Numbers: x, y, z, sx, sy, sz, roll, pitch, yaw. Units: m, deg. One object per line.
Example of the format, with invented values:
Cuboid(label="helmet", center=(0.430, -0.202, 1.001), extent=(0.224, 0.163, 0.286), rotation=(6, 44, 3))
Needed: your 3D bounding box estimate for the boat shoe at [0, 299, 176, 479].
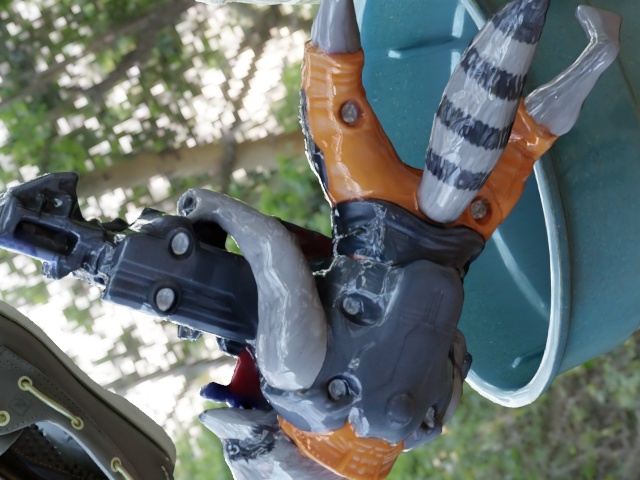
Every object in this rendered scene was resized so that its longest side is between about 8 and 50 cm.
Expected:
Cuboid(label="boat shoe", center=(-0.237, 0.135, 1.142), extent=(0.305, 0.109, 0.091), rotation=(38, -151, -26))

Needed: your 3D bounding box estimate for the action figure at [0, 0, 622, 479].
Cuboid(label="action figure", center=(0.000, 0.000, 0.812), extent=(0.341, 0.330, 0.178), rotation=(10, -170, -31))

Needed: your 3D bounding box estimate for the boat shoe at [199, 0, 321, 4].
Cuboid(label="boat shoe", center=(-0.007, -0.220, 0.862), extent=(0.104, 0.089, 0.285), rotation=(65, 155, 18))

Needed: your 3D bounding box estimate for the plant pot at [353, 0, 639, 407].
Cuboid(label="plant pot", center=(0.239, -0.087, 1.099), extent=(0.341, 0.334, 0.341), rotation=(164, 90, -74))
